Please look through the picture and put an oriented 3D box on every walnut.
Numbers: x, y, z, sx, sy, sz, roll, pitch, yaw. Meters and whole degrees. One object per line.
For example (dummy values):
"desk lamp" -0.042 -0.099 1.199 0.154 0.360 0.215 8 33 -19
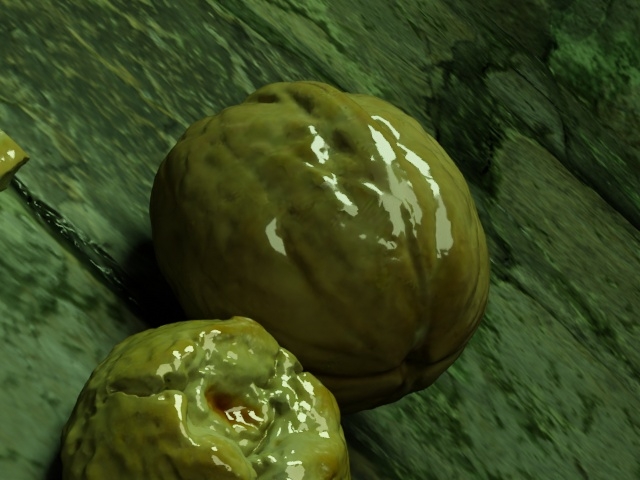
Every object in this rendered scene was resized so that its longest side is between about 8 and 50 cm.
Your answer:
"walnut" 0.000 -0.002 1.180 0.313 0.277 0.252 58 -1 30

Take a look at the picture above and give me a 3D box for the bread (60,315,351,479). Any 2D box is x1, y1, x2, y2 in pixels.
"bread" -0.072 0.163 0.991 0.244 0.134 0.244 25 40 -24

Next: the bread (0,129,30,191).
"bread" -0.374 -0.062 0.930 0.239 0.111 0.246 41 32 -3
